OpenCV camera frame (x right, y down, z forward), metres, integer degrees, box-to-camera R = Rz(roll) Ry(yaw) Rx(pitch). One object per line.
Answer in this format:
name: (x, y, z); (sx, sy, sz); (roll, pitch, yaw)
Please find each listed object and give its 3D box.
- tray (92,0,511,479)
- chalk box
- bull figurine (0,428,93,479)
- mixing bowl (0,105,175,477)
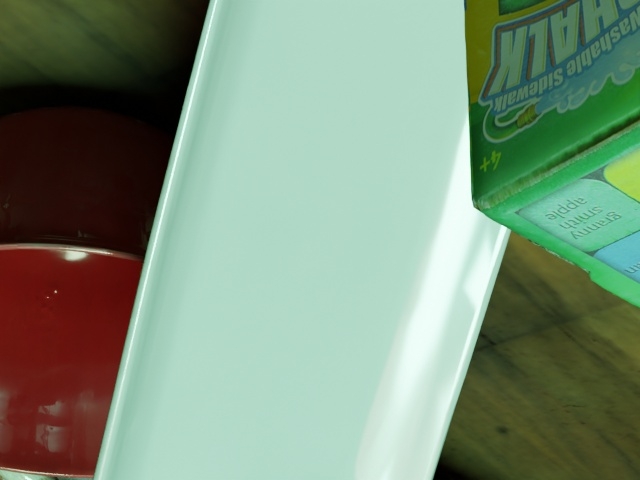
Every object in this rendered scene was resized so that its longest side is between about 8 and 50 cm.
tray: (0.000, 0.000, 0.632); (0.145, 0.030, 0.270); (1, 116, -32)
chalk box: (0.127, -0.057, 0.507); (0.132, 0.213, 0.132); (27, 139, -34)
bull figurine: (-0.202, 0.156, 0.876); (0.310, 0.101, 0.188); (-24, 106, 27)
mixing bowl: (-0.097, 0.011, 0.720); (0.181, 0.098, 0.181); (1, 148, 0)
